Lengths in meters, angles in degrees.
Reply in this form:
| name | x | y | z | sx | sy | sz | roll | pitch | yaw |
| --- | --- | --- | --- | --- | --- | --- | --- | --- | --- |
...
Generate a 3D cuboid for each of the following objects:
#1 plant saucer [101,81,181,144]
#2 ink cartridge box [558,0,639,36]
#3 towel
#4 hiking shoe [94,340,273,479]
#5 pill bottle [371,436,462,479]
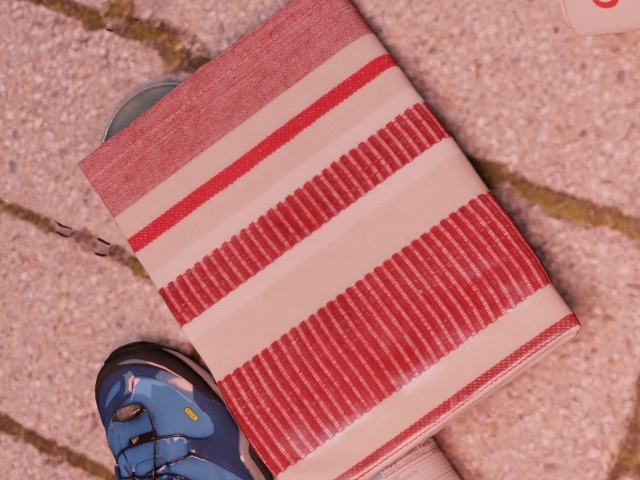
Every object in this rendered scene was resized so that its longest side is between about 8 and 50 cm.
| name | x | y | z | sx | sy | sz | roll | pitch | yaw |
| --- | --- | --- | --- | --- | --- | --- | --- | --- | --- |
| plant saucer | -0.113 | -0.061 | 1.316 | 0.119 | 0.021 | 0.119 | 0 | 91 | 22 |
| ink cartridge box | 0.273 | -0.254 | 1.040 | 0.289 | 0.121 | 0.211 | -4 | 132 | 23 |
| towel | 0.000 | 0.000 | 1.214 | 0.237 | 0.037 | 0.329 | -36 | 68 | 6 |
| hiking shoe | -0.094 | 0.214 | 1.253 | 0.113 | 0.132 | 0.304 | -28 | 80 | 21 |
| pill bottle | 0.056 | 0.182 | 1.213 | 0.087 | 0.087 | 0.160 | -40 | 76 | 19 |
